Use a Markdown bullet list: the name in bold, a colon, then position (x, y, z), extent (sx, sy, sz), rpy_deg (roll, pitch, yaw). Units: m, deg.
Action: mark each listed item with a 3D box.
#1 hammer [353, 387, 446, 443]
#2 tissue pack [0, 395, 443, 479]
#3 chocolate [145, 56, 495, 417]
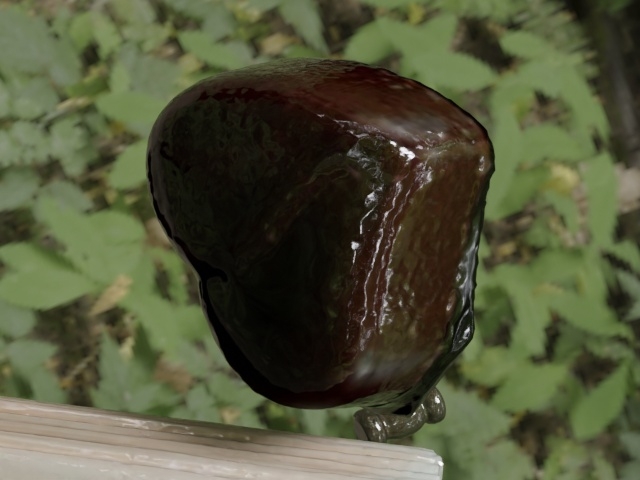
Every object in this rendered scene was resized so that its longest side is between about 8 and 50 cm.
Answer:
- **hammer**: position (-0.011, 0.022, 1.142), extent (0.058, 0.029, 0.292), rpy_deg (-21, 54, -19)
- **tissue pack**: position (-0.118, 0.148, 0.656), extent (0.071, 0.325, 0.170), rpy_deg (-61, 157, -72)
- **chocolate**: position (0.000, 0.000, 0.607), extent (0.080, 0.125, 0.148), rpy_deg (-17, 85, -51)
